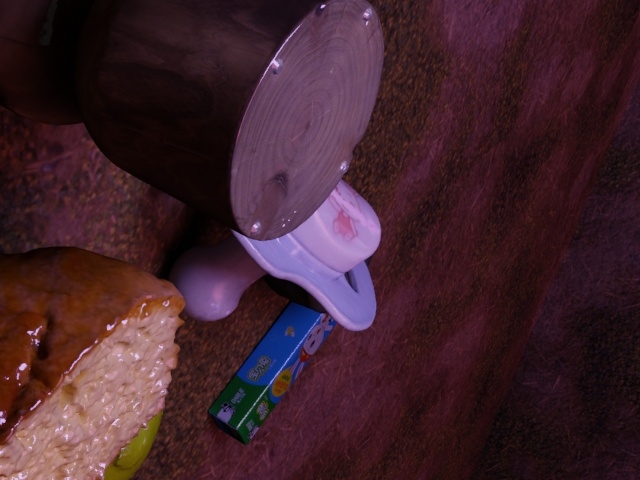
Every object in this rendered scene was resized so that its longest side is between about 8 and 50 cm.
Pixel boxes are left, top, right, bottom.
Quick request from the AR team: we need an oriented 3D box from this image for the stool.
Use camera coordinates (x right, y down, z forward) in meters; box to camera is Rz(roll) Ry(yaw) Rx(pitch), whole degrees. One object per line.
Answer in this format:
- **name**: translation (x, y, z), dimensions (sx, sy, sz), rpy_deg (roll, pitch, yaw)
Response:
- **stool**: translation (-0.110, -0.132, 0.787), dimensions (0.179, 0.264, 0.179), rpy_deg (-45, 151, -33)

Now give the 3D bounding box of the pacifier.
- **pacifier**: translation (-0.068, -0.003, 1.158), dimensions (0.226, 0.238, 0.287), rpy_deg (-34, 138, 16)

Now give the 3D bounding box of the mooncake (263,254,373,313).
- **mooncake**: translation (0.000, 0.000, 1.348), dimensions (0.168, 0.104, 0.175), rpy_deg (-34, 142, -42)

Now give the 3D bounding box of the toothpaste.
- **toothpaste**: translation (-0.044, 0.144, 1.472), dimensions (0.266, 0.050, 0.065), rpy_deg (-52, 157, -20)

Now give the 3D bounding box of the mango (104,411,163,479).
- **mango**: translation (-0.212, 0.173, 1.109), dimensions (0.178, 0.100, 0.119), rpy_deg (-66, 155, -12)

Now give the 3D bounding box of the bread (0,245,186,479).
- **bread**: translation (-0.270, 0.131, 0.851), dimensions (0.340, 0.179, 0.194), rpy_deg (-48, 154, -35)
